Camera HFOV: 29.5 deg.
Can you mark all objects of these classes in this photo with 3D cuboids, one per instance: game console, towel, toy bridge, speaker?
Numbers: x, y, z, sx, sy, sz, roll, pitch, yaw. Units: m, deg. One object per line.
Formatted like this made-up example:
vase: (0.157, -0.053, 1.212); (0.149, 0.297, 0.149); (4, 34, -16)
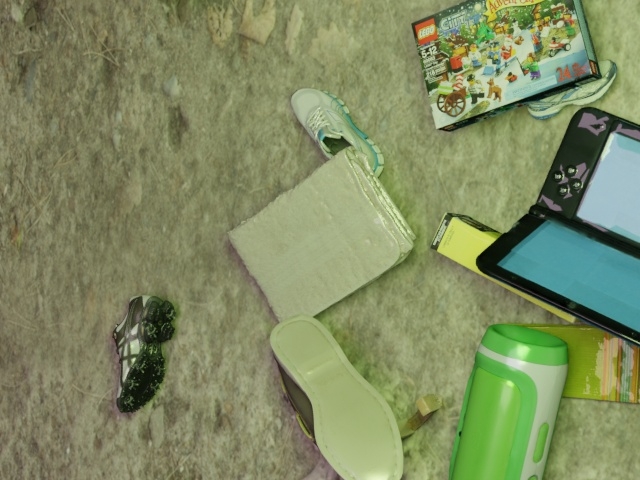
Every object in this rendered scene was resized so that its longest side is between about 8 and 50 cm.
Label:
game console: (0.392, -0.021, 1.557); (0.293, 0.173, 0.250); (26, 101, 27)
towel: (0.000, 0.000, 1.808); (0.282, 0.049, 0.187); (-33, 86, 34)
toy bridge: (0.111, 0.278, 1.763); (0.188, 0.063, 0.026); (-45, 68, 35)
speaker: (0.249, 0.269, 1.643); (0.131, 0.131, 0.296); (16, 101, 29)
towel: (0.355, 0.166, 1.657); (0.237, 0.021, 0.102); (0, 87, 29)

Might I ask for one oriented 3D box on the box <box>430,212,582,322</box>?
box: (0.271, 0.037, 1.672); (0.232, 0.087, 0.058); (30, 102, 28)

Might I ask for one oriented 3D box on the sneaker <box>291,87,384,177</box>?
sneaker: (0.014, -0.166, 1.826); (0.190, 0.083, 0.071); (46, 111, 24)

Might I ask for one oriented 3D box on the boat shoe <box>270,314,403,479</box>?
boat shoe: (0.025, 0.250, 1.751); (0.117, 0.096, 0.324); (-24, 51, -15)

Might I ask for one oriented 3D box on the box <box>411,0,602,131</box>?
box: (0.248, -0.259, 1.649); (0.233, 0.044, 0.159); (-18, 80, 30)

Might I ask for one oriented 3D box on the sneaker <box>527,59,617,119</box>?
sneaker: (0.336, -0.212, 1.652); (0.135, 0.058, 0.052); (-26, 45, 25)

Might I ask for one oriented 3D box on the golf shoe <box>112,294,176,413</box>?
golf shoe: (-0.302, 0.184, 2.001); (0.094, 0.077, 0.198); (19, 90, 39)
